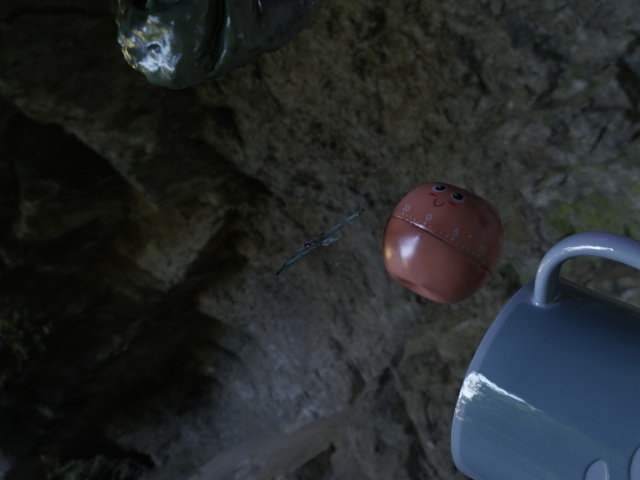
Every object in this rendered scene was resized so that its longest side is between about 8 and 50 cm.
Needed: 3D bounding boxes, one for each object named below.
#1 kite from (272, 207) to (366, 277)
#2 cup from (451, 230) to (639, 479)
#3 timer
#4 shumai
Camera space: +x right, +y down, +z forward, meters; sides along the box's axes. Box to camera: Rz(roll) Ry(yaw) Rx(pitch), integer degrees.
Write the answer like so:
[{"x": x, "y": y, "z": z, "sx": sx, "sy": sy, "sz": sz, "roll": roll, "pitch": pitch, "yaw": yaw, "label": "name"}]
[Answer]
[{"x": 0.001, "y": 0.001, "z": 1.534, "sx": 0.229, "sy": 0.012, "sz": 0.250, "roll": -38, "pitch": 9, "yaw": -16, "label": "kite"}, {"x": 0.325, "y": 0.160, "z": 0.867, "sx": 0.274, "sy": 0.357, "sz": 0.259, "roll": 24, "pitch": 42, "yaw": 35, "label": "cup"}, {"x": 0.237, "y": 0.001, "z": 1.599, "sx": 0.215, "sy": 0.229, "sz": 0.229, "roll": -61, "pitch": 6, "yaw": -8, "label": "timer"}, {"x": -0.150, "y": -0.374, "z": 0.999, "sx": 0.304, "sy": 0.263, "sz": 0.309, "roll": -30, "pitch": 43, "yaw": -4, "label": "shumai"}]
